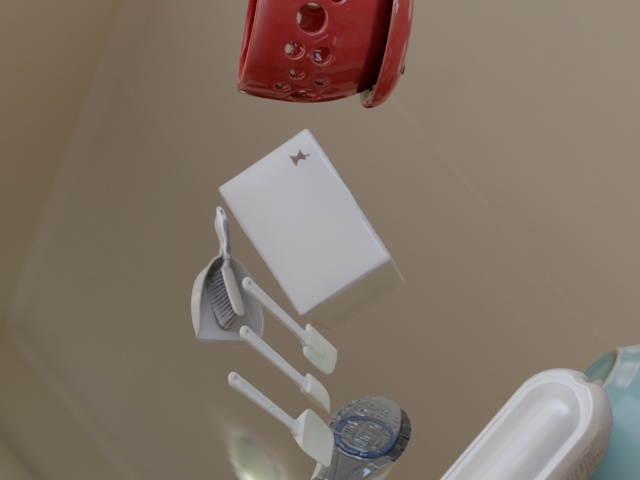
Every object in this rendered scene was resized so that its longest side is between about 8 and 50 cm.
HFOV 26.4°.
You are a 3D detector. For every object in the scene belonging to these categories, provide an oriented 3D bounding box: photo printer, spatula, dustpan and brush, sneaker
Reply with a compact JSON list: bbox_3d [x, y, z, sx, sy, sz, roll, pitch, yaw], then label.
[{"bbox_3d":[0.225,0.288,1.604,0.107,0.307,0.256,39,-5,23],"label":"photo printer"},{"bbox_3d":[-0.037,0.158,1.636,0.019,0.168,0.242,-7,-31,27],"label":"spatula"},{"bbox_3d":[-0.149,0.052,2.119,0.060,0.147,0.211,-30,-113,34],"label":"dustpan and brush"},{"bbox_3d":[0.025,0.333,1.860,0.111,0.297,0.129,30,-38,10],"label":"sneaker"}]

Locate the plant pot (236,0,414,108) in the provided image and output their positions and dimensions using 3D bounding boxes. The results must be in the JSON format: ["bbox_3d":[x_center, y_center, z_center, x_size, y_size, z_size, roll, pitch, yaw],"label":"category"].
[{"bbox_3d":[0.005,-0.244,1.511,0.174,0.191,0.191,8,-27,-9],"label":"plant pot"}]

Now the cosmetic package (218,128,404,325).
[{"bbox_3d":[0.000,0.000,2.132,0.230,0.161,0.453,57,1,9],"label":"cosmetic package"}]

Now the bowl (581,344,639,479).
[{"bbox_3d":[0.407,0.261,1.837,0.163,0.311,0.311,40,-26,0],"label":"bowl"}]
